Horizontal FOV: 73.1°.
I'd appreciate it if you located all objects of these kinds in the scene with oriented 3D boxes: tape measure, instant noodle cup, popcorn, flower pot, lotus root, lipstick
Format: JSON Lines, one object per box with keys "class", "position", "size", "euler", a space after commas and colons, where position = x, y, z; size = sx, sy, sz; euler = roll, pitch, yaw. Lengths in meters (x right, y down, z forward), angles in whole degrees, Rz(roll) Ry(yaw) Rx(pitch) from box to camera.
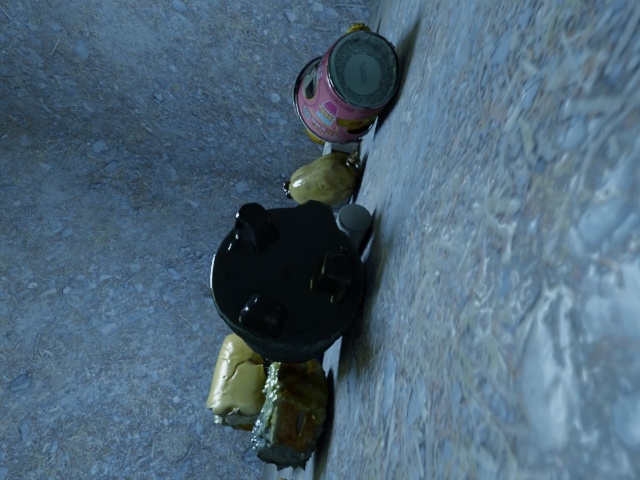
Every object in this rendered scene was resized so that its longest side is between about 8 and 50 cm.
{"class": "tape measure", "position": [0.041, -0.202, 1.457], "size": [0.265, 0.130, 0.258], "euler": [-82, 8, -53]}
{"class": "instant noodle cup", "position": [0.067, -0.360, 1.013], "size": [0.255, 0.243, 0.244], "euler": [-160, 83, -78]}
{"class": "popcorn", "position": [0.149, -0.784, 1.784], "size": [0.163, 0.140, 0.194], "euler": [-31, 50, 42]}
{"class": "flower pot", "position": [-0.057, 0.069, 0.821], "size": [0.283, 0.298, 0.299], "euler": [94, -173, -64]}
{"class": "lotus root", "position": [0.016, -0.174, 1.254], "size": [0.140, 0.256, 0.155], "euler": [57, -147, -33]}
{"class": "lipstick", "position": [0.048, 0.019, 0.959], "size": [0.254, 0.070, 0.070], "euler": [108, 174, -57]}

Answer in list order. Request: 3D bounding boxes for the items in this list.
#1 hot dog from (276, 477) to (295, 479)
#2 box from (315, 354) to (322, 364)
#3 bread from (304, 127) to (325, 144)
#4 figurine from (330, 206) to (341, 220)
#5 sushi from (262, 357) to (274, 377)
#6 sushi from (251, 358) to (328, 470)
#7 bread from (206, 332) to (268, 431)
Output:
{"class": "hot dog", "position": [-0.091, 0.637, 1.057], "size": [0.090, 0.060, 0.141], "euler": [-113, 29, -77]}
{"class": "box", "position": [-0.081, 0.437, 1.185], "size": [0.279, 0.116, 0.262], "euler": [110, 173, -55]}
{"class": "bread", "position": [0.042, -0.504, 1.720], "size": [0.145, 0.268, 0.269], "euler": [-6, 65, 44]}
{"class": "figurine", "position": [0.007, 0.007, 1.273], "size": [0.182, 0.144, 0.257], "euler": [-49, 17, 35]}
{"class": "sushi", "position": [-0.119, 0.399, 1.484], "size": [0.225, 0.136, 0.126], "euler": [45, -149, -71]}
{"class": "sushi", "position": [-0.059, 0.347, 0.915], "size": [0.274, 0.139, 0.184], "euler": [-79, 6, -79]}
{"class": "bread", "position": [-0.221, 0.516, 1.641], "size": [0.361, 0.250, 0.395], "euler": [52, -137, -49]}
